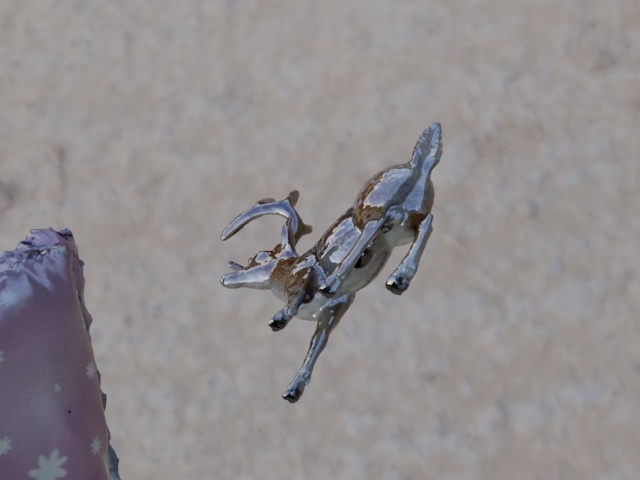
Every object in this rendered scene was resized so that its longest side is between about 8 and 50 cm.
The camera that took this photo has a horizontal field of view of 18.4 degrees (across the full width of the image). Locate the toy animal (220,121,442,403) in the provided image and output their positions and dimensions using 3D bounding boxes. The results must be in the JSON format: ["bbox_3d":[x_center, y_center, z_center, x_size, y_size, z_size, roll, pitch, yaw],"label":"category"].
[{"bbox_3d":[0.012,0.015,1.544,0.243,0.087,0.260,-33,19,25],"label":"toy animal"}]

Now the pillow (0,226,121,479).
[{"bbox_3d":[-0.110,0.097,0.694,0.118,0.185,0.043,-23,19,-33],"label":"pillow"}]
